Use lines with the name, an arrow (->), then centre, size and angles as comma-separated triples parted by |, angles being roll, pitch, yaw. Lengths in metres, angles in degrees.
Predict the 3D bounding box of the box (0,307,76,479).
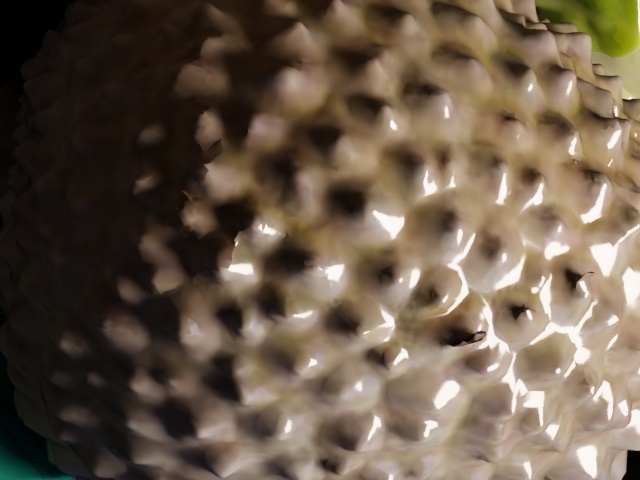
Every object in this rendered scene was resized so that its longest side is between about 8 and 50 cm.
box -> -0.207, 0.101, 1.061 | 0.042, 0.161, 0.226 | -51, 159, 14

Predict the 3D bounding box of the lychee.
lychee -> 0.000, 0.000, 0.996 | 0.380, 0.432, 0.380 | 17, 90, -87

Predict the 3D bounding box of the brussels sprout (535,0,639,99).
brussels sprout -> 0.215, -0.238, 1.119 | 0.281, 0.289, 0.355 | -8, 92, -68
